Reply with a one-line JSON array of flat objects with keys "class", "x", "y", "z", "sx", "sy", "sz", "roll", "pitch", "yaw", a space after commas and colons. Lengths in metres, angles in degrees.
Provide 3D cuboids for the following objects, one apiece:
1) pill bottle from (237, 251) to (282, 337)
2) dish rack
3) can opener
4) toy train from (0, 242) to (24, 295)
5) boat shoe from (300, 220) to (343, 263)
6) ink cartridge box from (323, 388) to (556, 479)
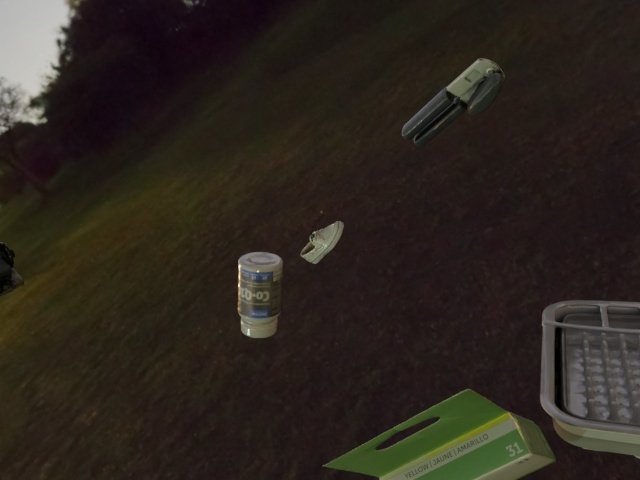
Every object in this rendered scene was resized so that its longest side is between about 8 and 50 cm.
[{"class": "pill bottle", "x": -0.107, "y": 0.096, "z": 0.971, "sx": 0.078, "sy": 0.137, "sz": 0.078, "roll": 3, "pitch": 19, "yaw": -1}, {"class": "dish rack", "x": 0.444, "y": 0.182, "z": 0.728, "sx": 0.285, "sy": 0.072, "sz": 0.333, "roll": 1, "pitch": 19, "yaw": 23}, {"class": "can opener", "x": 0.287, "y": -0.288, "z": 1.221, "sx": 0.283, "sy": 0.076, "sz": 0.095, "roll": -39, "pitch": 32, "yaw": 49}, {"class": "toy train", "x": -0.217, "y": -0.016, "z": 0.306, "sx": 0.027, "sy": 0.158, "sz": 0.036, "roll": -27, "pitch": -31, "yaw": -48}, {"class": "boat shoe", "x": 0.000, "y": 0.000, "z": 0.880, "sx": 0.100, "sy": 0.035, "sz": 0.035, "roll": -47, "pitch": 27, "yaw": 43}, {"class": "ink cartridge box", "x": 0.137, "y": 0.237, "z": 0.584, "sx": 0.171, "sy": 0.235, "sz": 0.056, "roll": -35, "pitch": 53, "yaw": 17}]
